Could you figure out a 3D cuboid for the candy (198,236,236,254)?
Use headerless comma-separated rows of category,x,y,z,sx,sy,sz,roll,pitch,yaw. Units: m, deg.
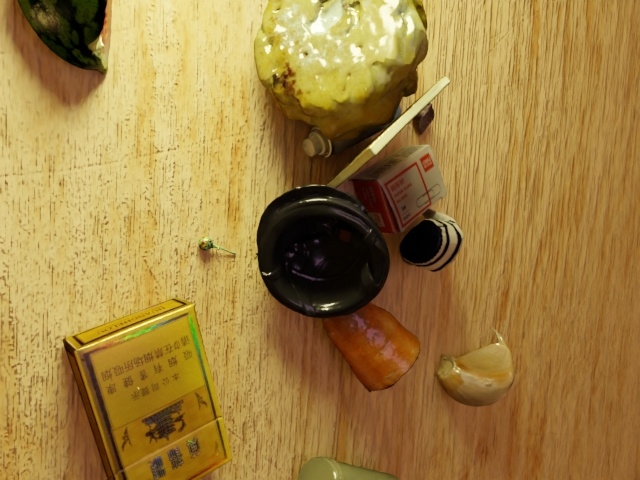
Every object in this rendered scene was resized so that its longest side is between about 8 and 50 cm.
candy,-0.184,0.014,0.985,0.083,0.023,0.025,27,71,-46

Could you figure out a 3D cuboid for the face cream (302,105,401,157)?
face cream,0.061,-0.229,1.103,0.229,0.075,0.075,-31,113,-30

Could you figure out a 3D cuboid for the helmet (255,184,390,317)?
helmet,0.000,0.000,1.019,0.230,0.160,0.279,-20,117,10

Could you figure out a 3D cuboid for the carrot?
carrot,0.082,0.194,1.146,0.225,0.159,0.159,44,69,-19

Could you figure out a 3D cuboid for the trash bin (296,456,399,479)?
trash bin,0.048,0.601,1.173,0.247,0.121,0.244,30,77,-38

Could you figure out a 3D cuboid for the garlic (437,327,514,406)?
garlic,0.417,0.339,1.428,0.244,0.145,0.164,-15,74,-37

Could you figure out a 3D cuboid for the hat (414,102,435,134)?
hat,0.228,-0.283,1.251,0.058,0.042,0.087,-50,156,-18

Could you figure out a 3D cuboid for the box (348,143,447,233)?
box,0.173,-0.112,1.187,0.182,0.099,0.133,-34,113,-30

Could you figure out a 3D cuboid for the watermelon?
watermelon,-0.310,-0.392,0.739,0.159,0.128,0.304,-1,102,-56

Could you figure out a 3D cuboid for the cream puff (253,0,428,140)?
cream puff,0.059,-0.332,0.990,0.257,0.290,0.325,12,66,-65

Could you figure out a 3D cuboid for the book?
book,0.098,-0.174,1.010,0.020,0.295,0.208,46,69,-5

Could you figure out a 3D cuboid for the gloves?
gloves,0.260,0.006,1.226,0.218,0.131,0.140,6,102,-54

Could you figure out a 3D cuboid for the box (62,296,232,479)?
box,-0.275,0.268,0.903,0.192,0.084,0.302,-20,108,-34
